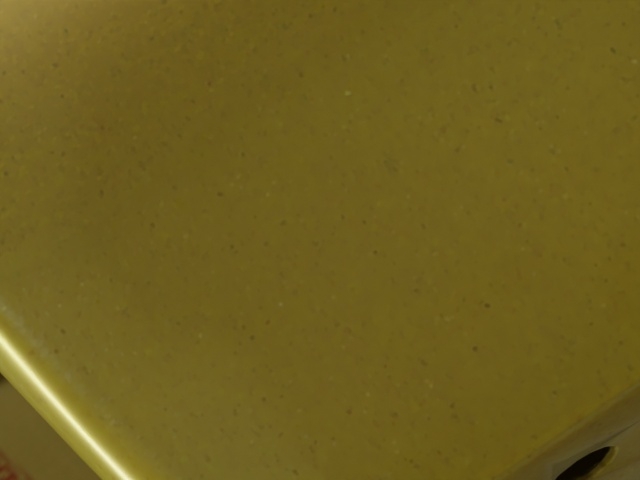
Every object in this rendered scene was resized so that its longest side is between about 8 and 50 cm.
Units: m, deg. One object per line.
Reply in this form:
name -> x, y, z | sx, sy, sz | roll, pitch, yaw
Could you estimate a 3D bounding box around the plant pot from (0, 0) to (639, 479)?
plant pot -> 0.024, -0.007, 0.414 | 0.187, 0.212, 0.212 | 57, -175, 27
